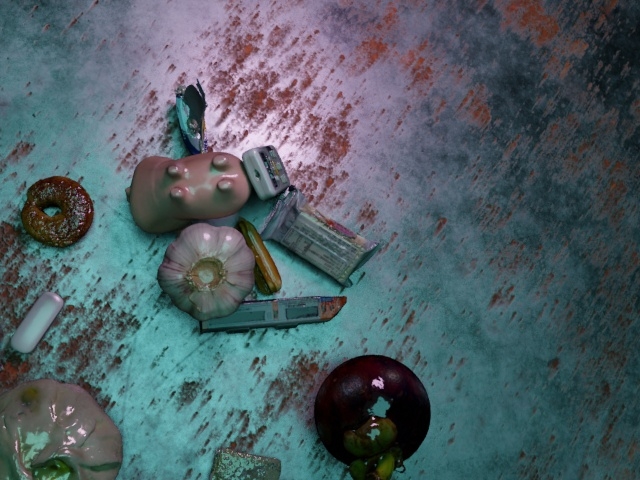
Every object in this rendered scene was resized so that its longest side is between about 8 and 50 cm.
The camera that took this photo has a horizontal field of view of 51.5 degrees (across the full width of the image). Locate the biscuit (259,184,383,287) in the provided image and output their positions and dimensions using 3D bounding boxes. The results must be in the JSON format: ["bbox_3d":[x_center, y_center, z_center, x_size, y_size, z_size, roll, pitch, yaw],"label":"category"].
[{"bbox_3d":[0.002,-0.004,1.852,0.309,0.079,0.186,31,112,-6],"label":"biscuit"}]

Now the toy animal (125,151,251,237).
[{"bbox_3d":[-0.338,-0.130,1.707,0.326,0.269,0.237,-3,76,-3],"label":"toy animal"}]

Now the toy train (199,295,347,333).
[{"bbox_3d":[-0.124,0.200,1.805,0.408,0.086,0.089,-2,81,-16],"label":"toy train"}]

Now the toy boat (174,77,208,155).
[{"bbox_3d":[-0.334,-0.335,1.742,0.066,0.291,0.221,-15,84,-16],"label":"toy boat"}]

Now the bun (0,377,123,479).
[{"bbox_3d":[-0.650,0.504,1.532,0.364,0.219,0.366,4,75,-15],"label":"bun"}]

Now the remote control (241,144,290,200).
[{"bbox_3d":[-0.138,-0.185,1.776,0.056,0.296,0.140,-21,97,10],"label":"remote control"}]

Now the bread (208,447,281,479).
[{"bbox_3d":[-0.213,0.607,1.715,0.232,0.064,0.173,-29,90,-20],"label":"bread"}]

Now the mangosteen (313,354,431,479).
[{"bbox_3d":[0.146,0.461,1.696,0.305,0.359,0.306,-8,116,-16],"label":"mangosteen"}]

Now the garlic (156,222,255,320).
[{"bbox_3d":[-0.279,0.074,1.708,0.244,0.253,0.245,0,93,-3],"label":"garlic"}]

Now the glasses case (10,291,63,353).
[{"bbox_3d":[-0.709,0.205,1.664,0.063,0.041,0.164,32,72,-9],"label":"glasses case"}]

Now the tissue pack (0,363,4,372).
[{"bbox_3d":[-0.879,0.287,1.523,0.235,0.073,0.174,-29,93,-18],"label":"tissue pack"}]

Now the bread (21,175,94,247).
[{"bbox_3d":[-0.679,-0.076,1.717,0.193,0.064,0.194,2,79,-12],"label":"bread"}]

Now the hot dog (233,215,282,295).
[{"bbox_3d":[-0.173,0.039,1.821,0.062,0.092,0.236,-25,89,-36],"label":"hot dog"}]
